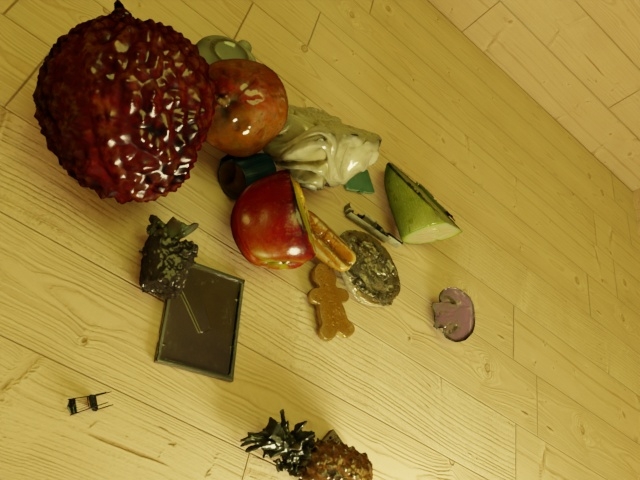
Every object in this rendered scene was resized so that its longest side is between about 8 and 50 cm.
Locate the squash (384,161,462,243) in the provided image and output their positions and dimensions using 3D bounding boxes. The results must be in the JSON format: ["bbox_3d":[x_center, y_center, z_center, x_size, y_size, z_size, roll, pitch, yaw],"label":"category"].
[{"bbox_3d":[0.349,-0.159,2.221,0.234,0.210,0.308,17,58,-55],"label":"squash"}]

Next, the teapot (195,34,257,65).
[{"bbox_3d":[-0.271,-0.547,1.937,0.220,0.149,0.318,50,45,9],"label":"teapot"}]

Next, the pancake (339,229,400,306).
[{"bbox_3d":[0.153,0.087,2.013,0.283,0.049,0.282,21,54,-32],"label":"pancake"}]

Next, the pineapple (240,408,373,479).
[{"bbox_3d":[-0.038,0.534,1.525,0.341,0.169,0.169,31,48,-10],"label":"pineapple"}]

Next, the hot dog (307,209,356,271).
[{"bbox_3d":[0.000,0.000,1.895,0.249,0.076,0.102,41,71,3],"label":"hot dog"}]

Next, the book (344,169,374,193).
[{"bbox_3d":[0.129,-0.212,2.191,0.135,0.017,0.103,4,61,-41],"label":"book"}]

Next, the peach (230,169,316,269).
[{"bbox_3d":[-0.125,-0.060,1.713,0.246,0.248,0.274,2,68,-17],"label":"peach"}]

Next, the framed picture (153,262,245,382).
[{"bbox_3d":[-0.298,0.197,1.573,0.213,0.016,0.289,23,53,-30],"label":"framed picture"}]

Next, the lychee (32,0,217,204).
[{"bbox_3d":[-0.446,-0.333,1.457,0.425,0.425,0.499,-2,86,-42],"label":"lychee"}]

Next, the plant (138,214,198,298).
[{"bbox_3d":[-0.372,0.033,1.512,0.143,0.131,0.203,19,65,-13],"label":"plant"}]

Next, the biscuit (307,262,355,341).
[{"bbox_3d":[0.023,0.183,1.851,0.158,0.035,0.240,7,62,-42],"label":"biscuit"}]

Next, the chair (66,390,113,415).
[{"bbox_3d":[-0.486,0.343,1.312,0.086,0.042,0.037,-13,71,-8],"label":"chair"}]

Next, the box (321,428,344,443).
[{"bbox_3d":[0.039,0.554,1.655,0.083,0.024,0.053,55,43,-4],"label":"box"}]

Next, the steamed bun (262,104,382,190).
[{"bbox_3d":[-0.018,-0.271,1.939,0.394,0.237,0.346,18,21,-4],"label":"steamed bun"}]

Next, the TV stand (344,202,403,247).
[{"bbox_3d":[0.183,-0.045,2.126,0.249,0.036,0.042,34,47,-23],"label":"TV stand"}]

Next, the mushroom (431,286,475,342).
[{"bbox_3d":[0.463,0.260,2.142,0.117,0.141,0.188,40,44,-67],"label":"mushroom"}]

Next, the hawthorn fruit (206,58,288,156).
[{"bbox_3d":[-0.231,-0.363,1.693,0.277,0.277,0.298,55,9,-2],"label":"hawthorn fruit"}]

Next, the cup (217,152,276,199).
[{"bbox_3d":[-0.218,-0.207,1.812,0.138,0.113,0.150,-27,87,-48],"label":"cup"}]
